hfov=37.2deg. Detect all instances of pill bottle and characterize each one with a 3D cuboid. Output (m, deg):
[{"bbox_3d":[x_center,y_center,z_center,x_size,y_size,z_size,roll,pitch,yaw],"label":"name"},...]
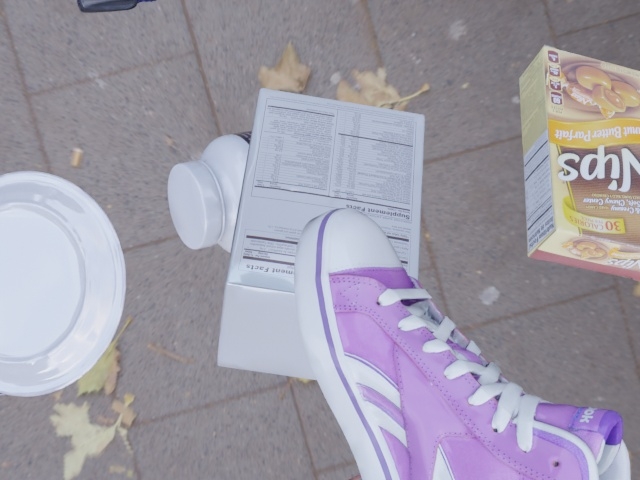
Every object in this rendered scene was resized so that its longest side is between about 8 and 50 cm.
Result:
[{"bbox_3d":[-0.056,-0.081,1.424,0.322,0.181,0.182,-13,94,-31],"label":"pill bottle"}]

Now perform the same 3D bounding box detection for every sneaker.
[{"bbox_3d":[0.093,0.090,0.572,0.161,0.102,0.282,-29,75,33],"label":"sneaker"}]

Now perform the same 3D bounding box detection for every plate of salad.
[{"bbox_3d":[-0.261,0.038,0.852,0.199,0.048,0.200,-1,87,15],"label":"plate of salad"}]

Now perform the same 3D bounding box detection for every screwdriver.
[{"bbox_3d":[-0.135,-0.222,0.860,0.169,0.025,0.024,-10,76,-26],"label":"screwdriver"}]

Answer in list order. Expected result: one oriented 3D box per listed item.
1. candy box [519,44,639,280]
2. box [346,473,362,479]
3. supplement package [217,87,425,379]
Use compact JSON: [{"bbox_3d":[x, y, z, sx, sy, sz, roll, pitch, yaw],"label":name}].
[{"bbox_3d":[0.385,-0.112,1.345,0.182,0.087,0.317,11,58,-12],"label":"candy box"},{"bbox_3d":[0.099,0.484,1.313,0.142,0.154,0.300,-25,93,-1],"label":"box"},{"bbox_3d":[0.000,0.000,1.096,0.198,0.199,0.263,9,57,-4],"label":"supplement package"}]
